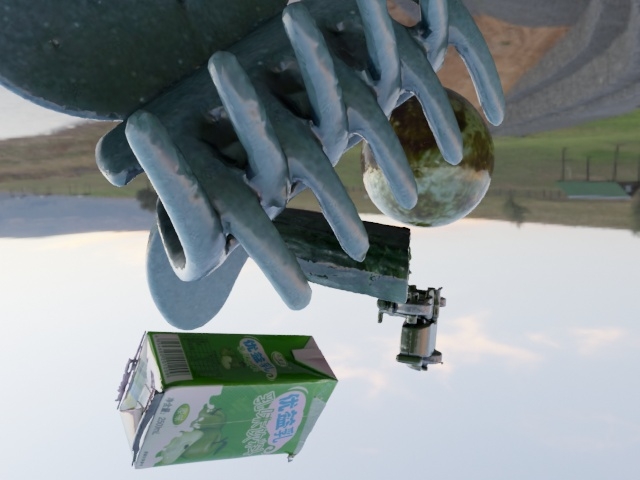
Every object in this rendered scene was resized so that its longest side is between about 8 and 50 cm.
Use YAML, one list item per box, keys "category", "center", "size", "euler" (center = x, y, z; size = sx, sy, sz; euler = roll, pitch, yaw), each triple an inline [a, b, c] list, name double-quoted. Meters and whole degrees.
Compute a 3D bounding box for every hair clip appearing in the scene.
- category: "hair clip"
  center: [-0.042, -0.107, 0.500]
  size: [0.318, 0.392, 0.238]
  euler: [-41, -144, -22]

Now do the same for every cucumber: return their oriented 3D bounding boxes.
- category: "cucumber"
  center: [0.000, 0.000, 0.773]
  size: [0.244, 0.063, 0.115]
  euler: [9, -142, 16]

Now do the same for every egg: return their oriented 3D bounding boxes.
- category: "egg"
  center: [0.191, -0.161, 1.112]
  size: [0.238, 0.289, 0.238]
  euler: [3, 149, 2]

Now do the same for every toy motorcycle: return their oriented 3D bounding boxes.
- category: "toy motorcycle"
  center: [0.203, 0.193, 1.356]
  size: [0.127, 0.205, 0.275]
  euler: [6, -179, 24]

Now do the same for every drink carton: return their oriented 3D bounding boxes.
- category: "drink carton"
  center: [-0.130, 0.220, 0.845]
  size: [0.271, 0.161, 0.108]
  euler: [7, -148, -33]
